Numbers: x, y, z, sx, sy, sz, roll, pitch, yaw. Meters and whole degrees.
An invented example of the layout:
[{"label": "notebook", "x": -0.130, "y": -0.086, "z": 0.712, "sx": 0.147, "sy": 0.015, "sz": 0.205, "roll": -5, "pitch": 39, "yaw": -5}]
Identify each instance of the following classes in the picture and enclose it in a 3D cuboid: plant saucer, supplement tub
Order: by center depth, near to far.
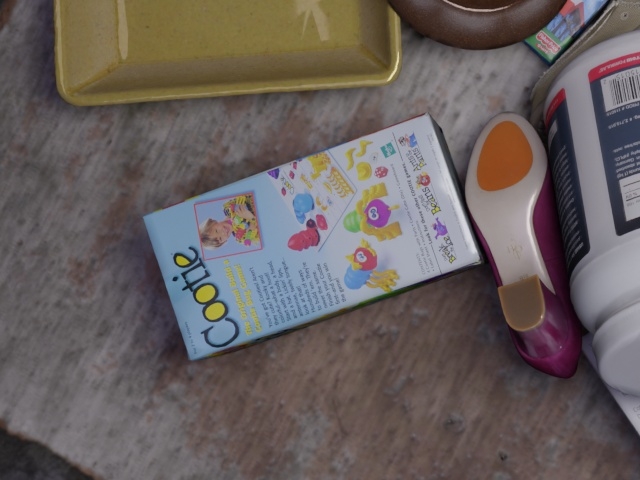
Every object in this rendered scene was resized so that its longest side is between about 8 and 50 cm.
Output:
[{"label": "supplement tub", "x": 0.296, "y": -0.024, "z": 1.330, "sx": 0.191, "sy": 0.191, "sz": 0.272, "roll": -9, "pitch": 61, "yaw": 9}, {"label": "plant saucer", "x": 0.145, "y": -0.274, "z": 1.450, "sx": 0.199, "sy": 0.036, "sz": 0.198, "roll": 0, "pitch": 88, "yaw": -3}, {"label": "plant saucer", "x": -0.090, "y": -0.298, "z": 1.528, "sx": 0.333, "sy": 0.081, "sz": 0.332, "roll": -3, "pitch": 88, "yaw": 8}]

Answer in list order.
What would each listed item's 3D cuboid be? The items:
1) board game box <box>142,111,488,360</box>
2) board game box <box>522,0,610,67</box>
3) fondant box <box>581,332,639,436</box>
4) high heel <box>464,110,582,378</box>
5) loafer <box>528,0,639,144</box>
[{"label": "board game box", "x": 0.000, "y": 0.000, "z": 1.472, "sx": 0.275, "sy": 0.142, "sz": 0.144, "roll": -19, "pitch": 85, "yaw": 8}, {"label": "board game box", "x": 0.230, "y": -0.295, "z": 1.496, "sx": 0.160, "sy": 0.039, "sz": 0.211, "roll": 43, "pitch": 94, "yaw": 8}, {"label": "fondant box", "x": 0.410, "y": 0.159, "z": 1.360, "sx": 0.238, "sy": 0.096, "sz": 0.330, "roll": -34, "pitch": 58, "yaw": 7}, {"label": "high heel", "x": 0.193, "y": 0.003, "z": 1.437, "sx": 0.082, "sy": 0.117, "sz": 0.244, "roll": -21, "pitch": 54, "yaw": 16}, {"label": "loafer", "x": 0.297, "y": -0.189, "z": 1.457, "sx": 0.268, "sy": 0.102, "sz": 0.092, "roll": -40, "pitch": 41, "yaw": 16}]
